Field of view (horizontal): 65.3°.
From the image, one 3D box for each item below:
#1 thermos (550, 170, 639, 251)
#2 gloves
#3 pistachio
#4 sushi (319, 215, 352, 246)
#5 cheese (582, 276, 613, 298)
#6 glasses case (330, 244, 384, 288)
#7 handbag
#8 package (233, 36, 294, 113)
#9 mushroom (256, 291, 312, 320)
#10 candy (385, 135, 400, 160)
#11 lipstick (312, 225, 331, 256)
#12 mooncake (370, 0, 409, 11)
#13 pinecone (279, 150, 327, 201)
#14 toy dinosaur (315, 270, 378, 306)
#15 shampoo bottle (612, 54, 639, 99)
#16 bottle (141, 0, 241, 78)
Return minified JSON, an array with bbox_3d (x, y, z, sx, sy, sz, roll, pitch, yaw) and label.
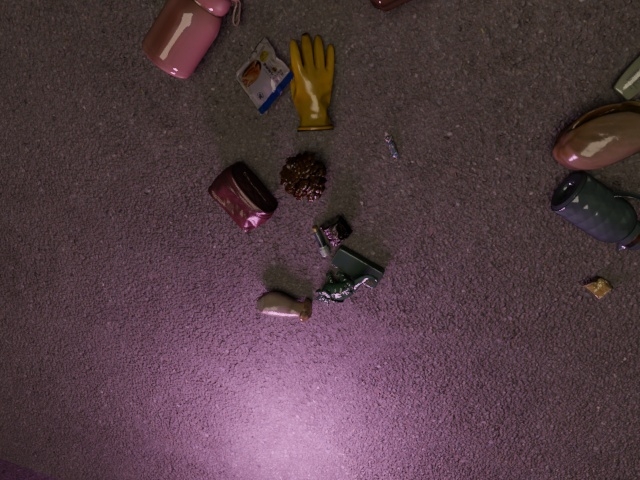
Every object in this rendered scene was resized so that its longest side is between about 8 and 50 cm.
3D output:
[{"bbox_3d":[0.851,-0.085,1.476,0.286,0.145,0.182,31,136,-3],"label":"thermos"},{"bbox_3d":[-0.023,-0.491,1.553,0.133,0.116,0.295,-7,103,-14],"label":"gloves"},{"bbox_3d":[0.806,-0.283,1.402,0.288,0.166,0.197,-13,133,13],"label":"pistachio"},{"bbox_3d":[0.050,-0.030,1.719,0.098,0.094,0.084,-32,105,18],"label":"sushi"},{"bbox_3d":[0.895,0.146,1.623,0.084,0.041,0.060,25,124,-15],"label":"cheese"},{"bbox_3d":[0.132,0.093,1.779,0.184,0.039,0.078,30,116,-1],"label":"glasses case"},{"bbox_3d":[-0.259,-0.151,1.710,0.135,0.146,0.225,-37,98,27],"label":"handbag"},{"bbox_3d":[-0.180,-0.518,1.572,0.171,0.027,0.173,-42,76,28],"label":"package"},{"bbox_3d":[-0.136,0.247,1.875,0.212,0.097,0.088,15,104,6],"label":"mushroom"},{"bbox_3d":[0.231,-0.294,1.604,0.030,0.020,0.083,-14,110,18],"label":"candy"},{"bbox_3d":[0.000,0.000,1.775,0.037,0.037,0.116,-20,103,20],"label":"lipstick"},{"bbox_3d":[0.164,-0.750,1.288,0.161,0.290,0.290,-19,107,23],"label":"mooncake"},{"bbox_3d":[-0.050,-0.202,1.641,0.173,0.173,0.174,5,113,11],"label":"pinecone"},{"bbox_3d":[0.077,0.157,1.775,0.120,0.079,0.292,32,136,-14],"label":"toy dinosaur"},{"bbox_3d":[0.896,-0.484,1.354,0.072,0.049,0.212,38,115,0],"label":"shampoo bottle"},{"bbox_3d":[-0.385,-0.654,1.527,0.206,0.173,0.297,26,118,-34],"label":"bottle"}]
